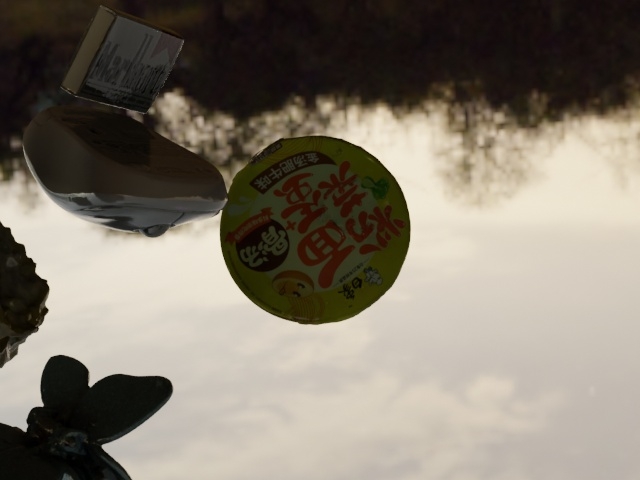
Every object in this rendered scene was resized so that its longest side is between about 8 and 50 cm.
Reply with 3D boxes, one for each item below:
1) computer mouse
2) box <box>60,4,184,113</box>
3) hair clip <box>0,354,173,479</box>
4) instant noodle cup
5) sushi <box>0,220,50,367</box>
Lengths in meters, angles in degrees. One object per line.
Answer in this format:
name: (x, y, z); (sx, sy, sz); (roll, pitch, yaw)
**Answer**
computer mouse: (-0.245, -0.070, 1.662); (0.184, 0.121, 0.297); (3, -158, -45)
box: (-0.246, -0.225, 1.738); (0.036, 0.115, 0.177); (31, -171, 20)
hair clip: (-0.471, 0.406, 2.549); (0.318, 0.238, 0.392); (22, -132, 41)
instant noodle cup: (0.000, 0.000, 2.259); (0.311, 0.311, 0.221); (-3, 168, 5)
sushi: (-0.498, 0.034, 1.358); (0.240, 0.351, 0.396); (-35, 175, 27)
